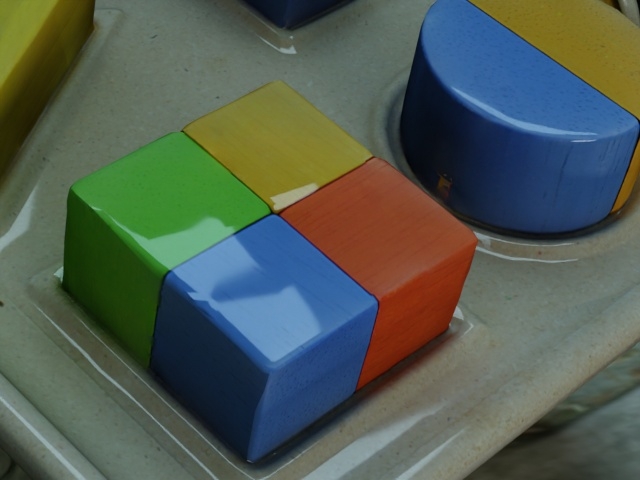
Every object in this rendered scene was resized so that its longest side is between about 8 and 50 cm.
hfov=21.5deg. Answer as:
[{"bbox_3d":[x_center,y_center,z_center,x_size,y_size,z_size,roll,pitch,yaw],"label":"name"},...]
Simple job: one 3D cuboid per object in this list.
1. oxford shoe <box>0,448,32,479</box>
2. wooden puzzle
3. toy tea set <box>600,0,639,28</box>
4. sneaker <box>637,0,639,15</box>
[{"bbox_3d":[-0.053,0.047,0.676,0.449,0.169,0.130,-15,-8,-30],"label":"oxford shoe"},{"bbox_3d":[-0.023,-0.059,0.613,0.322,0.080,0.348,40,46,25],"label":"wooden puzzle"},{"bbox_3d":[0.114,-0.112,1.019,0.124,0.200,0.336,-25,34,-2],"label":"toy tea set"},{"bbox_3d":[0.277,-0.148,1.183,0.136,0.116,0.314,10,27,-7],"label":"sneaker"}]
